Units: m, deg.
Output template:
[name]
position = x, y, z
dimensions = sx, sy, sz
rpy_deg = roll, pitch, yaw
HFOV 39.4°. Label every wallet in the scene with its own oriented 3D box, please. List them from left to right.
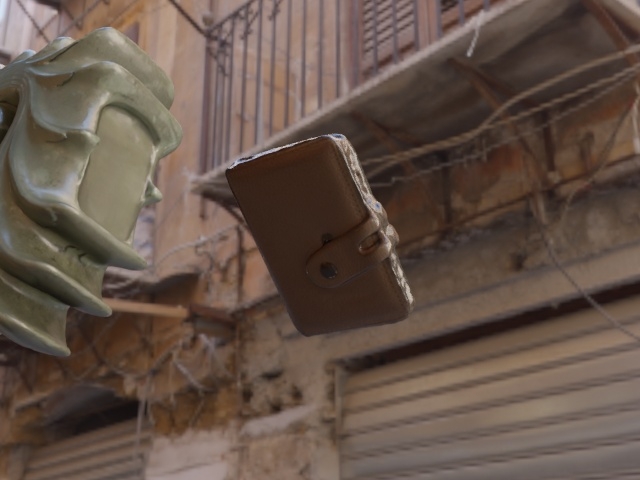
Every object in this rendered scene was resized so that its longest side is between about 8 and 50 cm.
[wallet]
position = 0.000, 0.000, 0.665
dimensions = 0.118, 0.152, 0.039
rpy_deg = -15, 16, 34

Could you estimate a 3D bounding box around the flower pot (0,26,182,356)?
[flower pot]
position = -0.296, -0.037, 0.946
dimensions = 0.254, 0.367, 0.164
rpy_deg = -9, -32, 28
